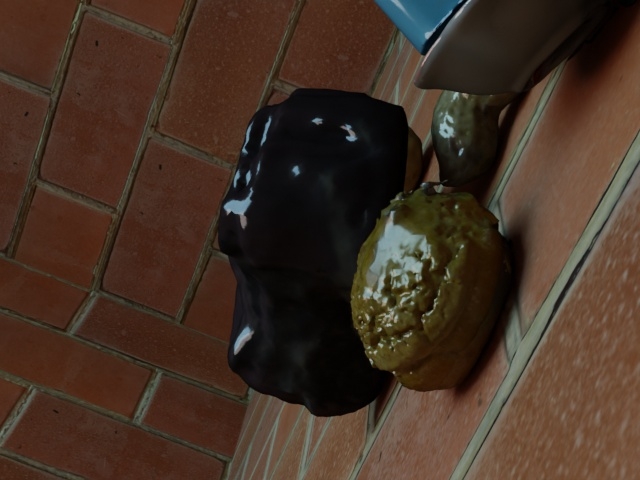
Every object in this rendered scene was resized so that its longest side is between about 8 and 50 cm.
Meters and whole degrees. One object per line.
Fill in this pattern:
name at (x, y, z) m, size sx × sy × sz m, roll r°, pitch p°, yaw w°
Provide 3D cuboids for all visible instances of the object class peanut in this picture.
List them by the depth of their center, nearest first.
peanut at (0.180, -0.167, 1.156) m, size 0.228 × 0.086 × 0.104 m, roll -69°, pitch 23°, yaw 5°
peanut at (0.109, -0.122, 1.670) m, size 0.159 × 0.109 × 0.140 m, roll -69°, pitch -13°, yaw -87°

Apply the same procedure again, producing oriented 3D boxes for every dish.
dish at (0.190, -0.189, 0.901) m, size 0.229 × 0.081 × 0.229 m, roll -41°, pitch -8°, yaw -7°

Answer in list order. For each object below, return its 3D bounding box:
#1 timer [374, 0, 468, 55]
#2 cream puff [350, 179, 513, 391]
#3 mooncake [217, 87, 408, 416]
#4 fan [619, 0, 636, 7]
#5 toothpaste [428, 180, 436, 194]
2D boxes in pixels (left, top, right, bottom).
timer at (0.174, -0.280, 0.936) m, size 0.232 × 0.091 × 0.250 m, roll -47°, pitch -13°, yaw 26°
cream puff at (0.094, 0.038, 0.933) m, size 0.189 × 0.129 × 0.189 m, roll -160°, pitch 90°, yaw -83°
mooncake at (0.000, 0.000, 1.257) m, size 0.350 × 0.212 × 0.381 m, roll -65°, pitch -17°, yaw -55°
fan at (0.288, -0.277, 0.860) m, size 0.113 × 0.005 × 0.175 m, roll -168°, pitch 98°, yaw -86°
toothpaste at (0.126, -0.015, 1.263) m, size 0.323 × 0.066 × 0.100 m, roll -66°, pitch -9°, yaw -82°
